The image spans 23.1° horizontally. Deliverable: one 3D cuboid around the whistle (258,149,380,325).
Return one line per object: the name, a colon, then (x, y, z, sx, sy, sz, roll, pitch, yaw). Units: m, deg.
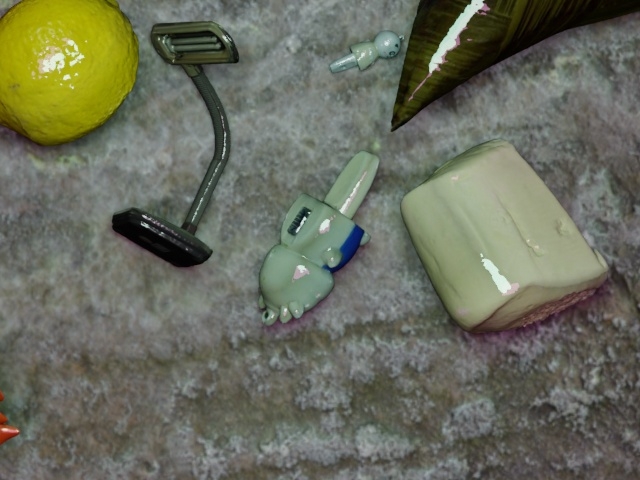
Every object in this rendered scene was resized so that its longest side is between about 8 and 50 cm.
whistle: (0.000, 0.000, 1.895, 0.092, 0.110, 0.244, 35, 86, -33)

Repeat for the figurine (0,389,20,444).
figurine: (-0.459, 0.179, 1.783, 0.181, 0.257, 0.208, -26, 90, -3)

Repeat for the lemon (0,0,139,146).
lemon: (-0.308, -0.207, 1.847, 0.193, 0.180, 0.181, -36, 90, -35)

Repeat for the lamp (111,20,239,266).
lamp: (-0.146, -0.115, 1.845, 0.124, 0.203, 0.283, 14, 83, -21)

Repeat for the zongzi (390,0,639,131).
zongzi: (0.310, -0.280, 1.858, 0.403, 0.208, 0.432, 17, 83, -5)

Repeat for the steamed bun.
steamed bun: (0.202, 0.000, 1.888, 0.200, 0.170, 0.226, -16, 70, -34)

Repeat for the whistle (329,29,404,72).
whistle: (0.058, -0.232, 1.935, 0.100, 0.035, 0.035, -24, 89, -2)
